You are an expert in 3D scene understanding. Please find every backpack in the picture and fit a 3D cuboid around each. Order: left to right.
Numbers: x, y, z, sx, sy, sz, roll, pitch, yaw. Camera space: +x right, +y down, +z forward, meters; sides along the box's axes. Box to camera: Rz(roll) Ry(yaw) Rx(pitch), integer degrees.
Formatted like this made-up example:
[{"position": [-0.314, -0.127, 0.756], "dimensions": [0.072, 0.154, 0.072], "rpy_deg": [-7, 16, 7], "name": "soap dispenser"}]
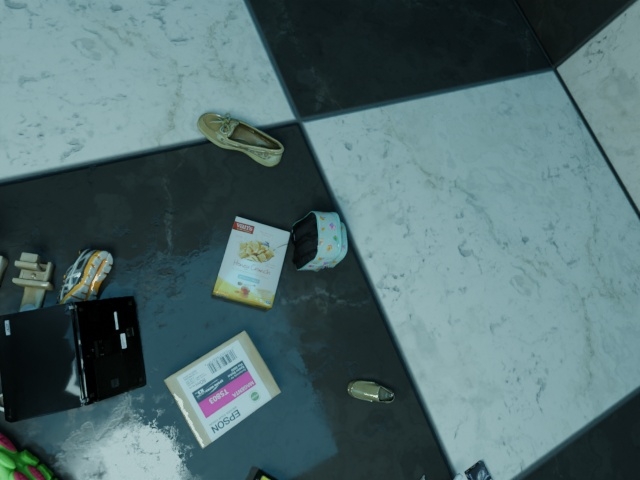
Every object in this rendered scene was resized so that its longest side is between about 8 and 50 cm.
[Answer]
[{"position": [0.000, 0.000, 1.259], "dimensions": [0.144, 0.188, 0.166], "rpy_deg": [3, 70, -17], "name": "backpack"}]

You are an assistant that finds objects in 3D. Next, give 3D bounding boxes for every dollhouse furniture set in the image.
[{"position": [-0.775, 0.073, 0.887], "dimensions": [0.303, 0.355, 0.174], "rpy_deg": [9, 70, -16], "name": "dollhouse furniture set"}]

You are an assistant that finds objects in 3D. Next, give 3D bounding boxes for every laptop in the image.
[{"position": [-0.578, 0.267, 1.012], "dimensions": [0.264, 0.136, 0.234], "rpy_deg": [2, 75, -63], "name": "laptop"}]

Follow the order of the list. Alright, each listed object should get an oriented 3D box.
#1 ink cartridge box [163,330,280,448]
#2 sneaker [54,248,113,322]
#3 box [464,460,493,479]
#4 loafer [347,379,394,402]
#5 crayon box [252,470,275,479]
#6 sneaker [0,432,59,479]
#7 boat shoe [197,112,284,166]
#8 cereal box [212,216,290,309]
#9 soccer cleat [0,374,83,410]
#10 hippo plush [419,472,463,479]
[{"position": [-0.251, 0.378, 1.104], "dimensions": [0.234, 0.088, 0.193], "rpy_deg": [-30, 82, -25], "name": "ink cartridge box"}, {"position": [-0.618, 0.116, 1.085], "dimensions": [0.083, 0.084, 0.215], "rpy_deg": [19, 70, 20], "name": "sneaker"}, {"position": [0.475, 0.711, 1.266], "dimensions": [0.067, 0.018, 0.083], "rpy_deg": [-21, 79, -23], "name": "box"}, {"position": [0.151, 0.437, 1.235], "dimensions": [0.148, 0.050, 0.056], "rpy_deg": [13, 68, -14], "name": "loafer"}, {"position": [-0.068, 0.746, 1.041], "dimensions": [0.318, 0.081, 0.202], "rpy_deg": [34, 65, -4], "name": "crayon box"}, {"position": [-0.704, 0.529, 0.866], "dimensions": [0.482, 0.185, 0.202], "rpy_deg": [36, 72, 10], "name": "sneaker"}, {"position": [-0.248, -0.335, 1.345], "dimensions": [0.285, 0.089, 0.105], "rpy_deg": [22, 67, -10], "name": "boat shoe"}, {"position": [-0.199, 0.064, 1.249], "dimensions": [0.173, 0.047, 0.240], "rpy_deg": [17, 68, -12], "name": "cereal box"}, {"position": [-0.637, 0.359, 0.988], "dimensions": [0.196, 0.076, 0.068], "rpy_deg": [-7, 74, -21], "name": "soccer cleat"}, {"position": [0.282, 0.814, 1.099], "dimensions": [0.237, 0.234, 0.294], "rpy_deg": [69, 23, -7], "name": "hippo plush"}]
